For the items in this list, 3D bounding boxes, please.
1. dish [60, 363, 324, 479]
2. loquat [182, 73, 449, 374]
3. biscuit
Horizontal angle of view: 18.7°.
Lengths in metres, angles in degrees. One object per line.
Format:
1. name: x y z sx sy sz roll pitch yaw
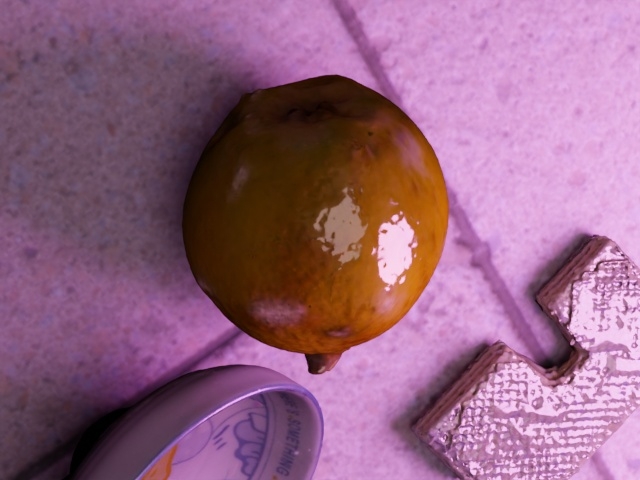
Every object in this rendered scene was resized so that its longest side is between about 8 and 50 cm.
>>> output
1. dish: -0.139 0.190 1.561 0.273 0.134 0.273 -38 150 -26
2. loquat: 0.000 0.000 1.537 0.213 0.213 0.246 -13 118 -17
3. biscuit: 0.210 0.124 1.719 0.250 0.046 0.147 -44 113 -5
